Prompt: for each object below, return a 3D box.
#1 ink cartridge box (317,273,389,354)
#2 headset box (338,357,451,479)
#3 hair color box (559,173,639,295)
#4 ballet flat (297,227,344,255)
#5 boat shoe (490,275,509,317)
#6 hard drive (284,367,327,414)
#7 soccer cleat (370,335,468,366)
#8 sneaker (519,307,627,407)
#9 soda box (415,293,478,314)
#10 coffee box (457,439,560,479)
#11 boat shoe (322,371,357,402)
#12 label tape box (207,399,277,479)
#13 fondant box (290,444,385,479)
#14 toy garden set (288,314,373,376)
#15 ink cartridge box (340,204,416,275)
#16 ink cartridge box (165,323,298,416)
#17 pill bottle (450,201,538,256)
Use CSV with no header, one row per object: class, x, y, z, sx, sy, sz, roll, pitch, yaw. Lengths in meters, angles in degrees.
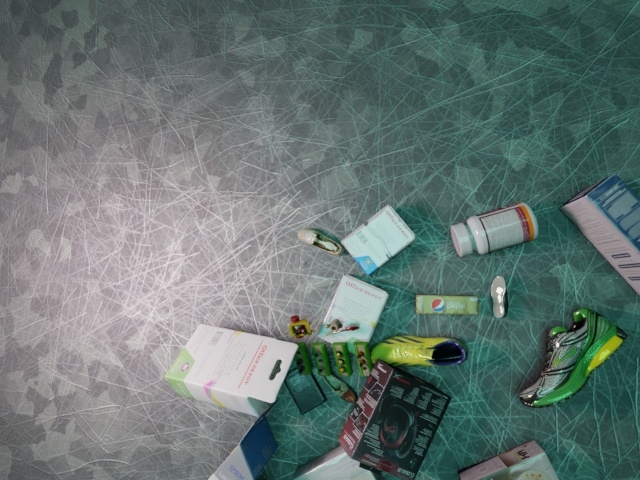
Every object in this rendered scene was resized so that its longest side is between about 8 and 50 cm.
ink cartridge box,0.106,0.228,1.292,0.154,0.093,0.212,23,91,11
headset box,0.205,0.524,1.182,0.218,0.110,0.293,29,83,-16
hair color box,0.857,-0.006,1.146,0.105,0.174,0.347,-38,80,3
ballet flat,0.000,0.000,1.353,0.168,0.052,0.057,22,89,11
boat shoe,0.547,0.171,1.251,0.046,0.038,0.125,-13,72,50
hard drive,-0.052,0.476,1.330,0.094,0.022,0.135,-31,80,5
soccer cleat,0.291,0.334,1.235,0.289,0.121,0.093,-6,84,9
sneaker,0.684,0.336,1.178,0.343,0.134,0.146,-44,72,-6
soda box,0.383,0.195,1.264,0.181,0.061,0.058,1,85,9
coffee box,0.536,0.691,1.169,0.247,0.098,0.141,-26,81,6
boat shoe,0.059,0.462,1.302,0.137,0.043,0.049,42,90,10
label tape box,-0.230,0.667,1.230,0.106,0.240,0.333,40,92,11
fondant box,0.095,0.802,1.236,0.238,0.096,0.330,-31,81,5
toy garden set,0.020,0.321,1.233,0.244,0.049,0.203,-7,107,21
ink cartridge box,0.183,0.001,1.307,0.191,0.082,0.139,-38,80,3
ink cartridge box,-0.249,0.390,1.247,0.354,0.119,0.207,6,42,20
pill bottle,0.513,-0.028,1.234,0.221,0.121,0.121,-17,82,8
